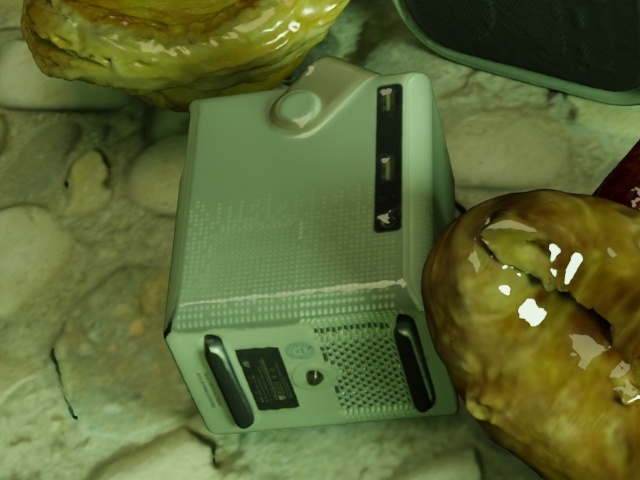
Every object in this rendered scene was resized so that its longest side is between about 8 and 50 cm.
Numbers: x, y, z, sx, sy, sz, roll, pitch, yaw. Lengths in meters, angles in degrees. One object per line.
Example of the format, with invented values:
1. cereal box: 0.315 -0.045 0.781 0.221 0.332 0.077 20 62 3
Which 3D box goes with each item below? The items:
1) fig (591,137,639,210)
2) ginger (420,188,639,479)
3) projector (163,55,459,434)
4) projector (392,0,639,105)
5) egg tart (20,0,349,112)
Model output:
1. fig: 0.261 0.020 1.039 0.201 0.146 0.133 38 53 -2
2. ginger: 0.200 0.093 0.920 0.321 0.172 0.165 39 91 14
3. projector: 0.000 0.000 1.082 0.177 0.163 0.242 -5 52 11
4. projector: 0.205 -0.285 1.218 0.249 0.248 0.249 21 57 31
5. egg tart: -0.093 -0.206 1.318 0.319 0.128 0.319 -9 45 9
